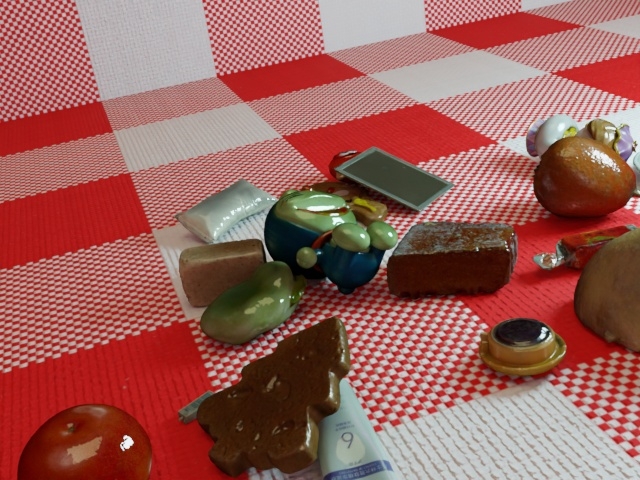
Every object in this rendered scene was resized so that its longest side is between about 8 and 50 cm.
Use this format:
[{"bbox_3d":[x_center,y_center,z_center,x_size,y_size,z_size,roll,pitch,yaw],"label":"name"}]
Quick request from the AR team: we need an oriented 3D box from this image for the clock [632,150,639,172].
[{"bbox_3d":[0.863,-0.171,1.900,0.237,0.053,0.236,-9,26,4],"label":"clock"}]

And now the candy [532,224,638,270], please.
[{"bbox_3d":[0.561,0.014,1.604,0.292,0.059,0.086,-10,22,-5],"label":"candy"}]

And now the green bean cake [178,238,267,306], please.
[{"bbox_3d":[-0.197,0.066,1.672,0.179,0.109,0.085,-8,27,1],"label":"green bean cake"}]

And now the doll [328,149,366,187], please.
[{"bbox_3d":[0.110,-0.190,2.138,0.183,0.085,0.217,-10,24,-36],"label":"doll"}]

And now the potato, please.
[{"bbox_3d":[0.546,0.070,1.342,0.264,0.189,0.211,6,29,28],"label":"potato"}]

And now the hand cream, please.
[{"bbox_3d":[0.047,0.318,1.164,0.109,0.067,0.320,-11,33,-8],"label":"hand cream"}]

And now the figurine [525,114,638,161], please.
[{"bbox_3d":[0.653,-0.242,2.009,0.189,0.142,0.263,-33,32,-34],"label":"figurine"}]

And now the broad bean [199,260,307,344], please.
[{"bbox_3d":[-0.125,0.126,1.554,0.228,0.100,0.169,-30,25,-16],"label":"broad bean"}]

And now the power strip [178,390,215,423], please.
[{"bbox_3d":[-0.204,0.278,1.342,0.027,0.017,0.083,13,32,41],"label":"power strip"}]

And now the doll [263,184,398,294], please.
[{"bbox_3d":[0.001,0.000,1.657,0.199,0.186,0.322,0,22,-33],"label":"doll"}]

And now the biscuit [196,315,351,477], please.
[{"bbox_3d":[-0.050,0.238,1.246,0.301,0.043,0.278,-46,31,-21],"label":"biscuit"}]

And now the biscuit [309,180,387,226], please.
[{"bbox_3d":[0.043,-0.090,2.001,0.186,0.044,0.295,-15,27,-20],"label":"biscuit"}]

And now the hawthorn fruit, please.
[{"bbox_3d":[0.596,-0.130,1.769,0.251,0.199,0.199,16,32,16],"label":"hawthorn fruit"}]

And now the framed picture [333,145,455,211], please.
[{"bbox_3d":[0.188,-0.156,2.029,0.252,0.014,0.197,28,37,23],"label":"framed picture"}]

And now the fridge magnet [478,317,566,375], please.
[{"bbox_3d":[0.334,0.174,1.337,0.143,0.063,0.143,-9,23,4],"label":"fridge magnet"}]

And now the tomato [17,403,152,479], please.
[{"bbox_3d":[-0.338,0.320,1.158,0.195,0.136,0.195,-6,26,3],"label":"tomato"}]

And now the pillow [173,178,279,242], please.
[{"bbox_3d":[-0.229,-0.077,2.019,0.144,0.078,0.254,23,39,32],"label":"pillow"}]

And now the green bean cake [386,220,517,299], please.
[{"bbox_3d":[0.267,0.039,1.600,0.233,0.097,0.198,2,26,20],"label":"green bean cake"}]
